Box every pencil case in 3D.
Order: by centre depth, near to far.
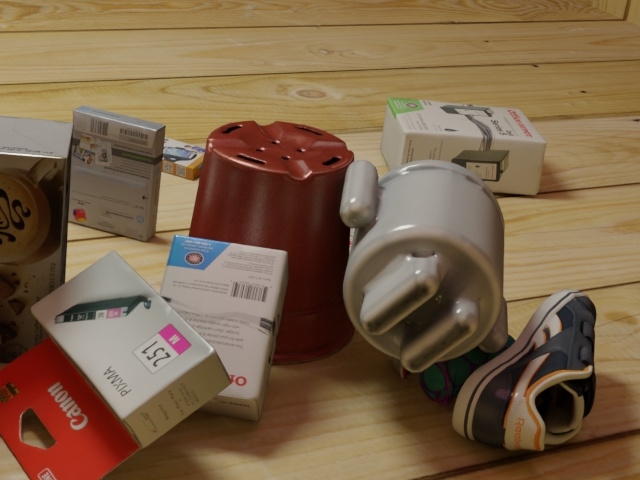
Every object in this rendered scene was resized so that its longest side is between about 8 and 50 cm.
[{"bbox_3d":[0.201,0.168,1.721,0.151,0.070,0.064,-13,-13,-37],"label":"pencil case"}]

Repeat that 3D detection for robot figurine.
[{"bbox_3d":[0.138,0.021,1.687,0.300,0.200,0.353,47,25,-16],"label":"robot figurine"}]

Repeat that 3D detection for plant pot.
[{"bbox_3d":[-0.069,-0.012,1.793,0.272,0.265,0.272,7,24,-3],"label":"plant pot"}]

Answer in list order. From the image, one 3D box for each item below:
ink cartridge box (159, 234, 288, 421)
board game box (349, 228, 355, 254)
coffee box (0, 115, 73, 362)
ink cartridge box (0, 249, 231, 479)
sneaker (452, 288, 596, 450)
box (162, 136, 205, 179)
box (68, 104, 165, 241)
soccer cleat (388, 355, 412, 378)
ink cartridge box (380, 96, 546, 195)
[{"bbox_3d":[-0.129,0.108,1.607,0.148,0.086,0.203,9,64,4],"label":"ink cartridge box"},{"bbox_3d":[0.000,0.000,2.056,0.147,0.045,0.193,-11,30,-36],"label":"board game box"},{"bbox_3d":[-0.404,0.000,1.626,0.168,0.297,0.119,5,28,-8],"label":"coffee box"},{"bbox_3d":[-0.269,0.151,1.488,0.239,0.060,0.275,-36,40,-15],"label":"ink cartridge box"},{"bbox_3d":[0.303,0.175,1.668,0.127,0.126,0.321,18,36,31],"label":"sneaker"},{"bbox_3d":[-0.267,-0.151,2.325,0.136,0.028,0.081,19,33,18],"label":"box"},{"bbox_3d":[-0.320,-0.104,2.017,0.145,0.186,0.038,14,23,14],"label":"box"},{"bbox_3d":[0.108,0.164,1.750,0.035,0.029,0.083,2,20,9],"label":"soccer cleat"},{"bbox_3d":[0.266,-0.179,2.447,0.273,0.115,0.198,3,24,-9],"label":"ink cartridge box"}]
